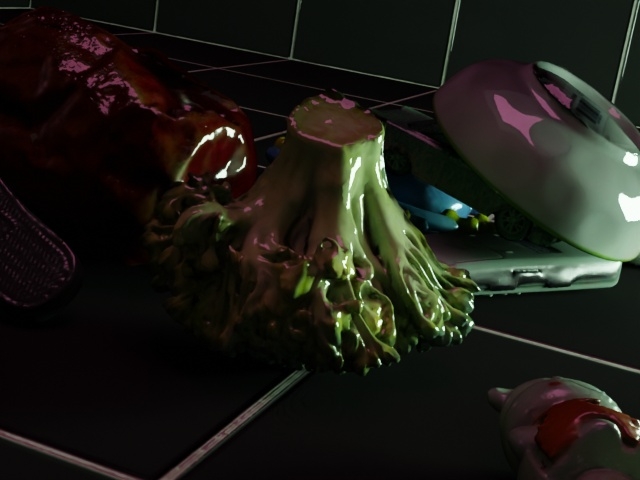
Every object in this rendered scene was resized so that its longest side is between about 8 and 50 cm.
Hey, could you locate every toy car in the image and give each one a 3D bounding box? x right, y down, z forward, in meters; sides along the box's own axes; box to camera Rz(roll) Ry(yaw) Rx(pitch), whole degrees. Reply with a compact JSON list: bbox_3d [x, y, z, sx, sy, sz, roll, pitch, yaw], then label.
[{"bbox_3d":[0.196,-0.097,1.365,0.321,0.097,0.141,32,23,26],"label":"toy car"}]

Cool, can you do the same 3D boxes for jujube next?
[{"bbox_3d":[-0.253,-0.115,1.186,0.377,0.276,0.276,21,20,32],"label":"jujube"}]

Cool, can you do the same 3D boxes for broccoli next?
[{"bbox_3d":[0.000,0.000,0.943,0.288,0.245,0.248,-10,33,-35],"label":"broccoli"}]

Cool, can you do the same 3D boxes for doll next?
[{"bbox_3d":[0.087,-0.090,1.525,0.341,0.098,0.346,16,13,-7],"label":"doll"}]

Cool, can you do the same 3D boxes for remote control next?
[{"bbox_3d":[0.229,0.028,1.302,0.296,0.056,0.140,-2,16,-31],"label":"remote control"}]

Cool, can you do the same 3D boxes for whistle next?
[{"bbox_3d":[0.188,0.161,0.749,0.102,0.105,0.253,-9,17,-2],"label":"whistle"}]

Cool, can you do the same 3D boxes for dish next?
[{"bbox_3d":[0.303,-0.129,1.281,0.324,0.124,0.324,28,30,-17],"label":"dish"}]

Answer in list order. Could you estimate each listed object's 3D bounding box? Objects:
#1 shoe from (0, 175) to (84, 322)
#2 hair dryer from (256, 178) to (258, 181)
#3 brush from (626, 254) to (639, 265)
[{"bbox_3d":[-0.325,0.007,1.040,0.241,0.093,0.108,37,68,25],"label":"shoe"},{"bbox_3d":[-0.054,-0.034,1.401,0.195,0.050,0.173,23,22,28],"label":"hair dryer"},{"bbox_3d":[0.521,0.021,1.493,0.297,0.068,0.060,9,35,-6],"label":"brush"}]
